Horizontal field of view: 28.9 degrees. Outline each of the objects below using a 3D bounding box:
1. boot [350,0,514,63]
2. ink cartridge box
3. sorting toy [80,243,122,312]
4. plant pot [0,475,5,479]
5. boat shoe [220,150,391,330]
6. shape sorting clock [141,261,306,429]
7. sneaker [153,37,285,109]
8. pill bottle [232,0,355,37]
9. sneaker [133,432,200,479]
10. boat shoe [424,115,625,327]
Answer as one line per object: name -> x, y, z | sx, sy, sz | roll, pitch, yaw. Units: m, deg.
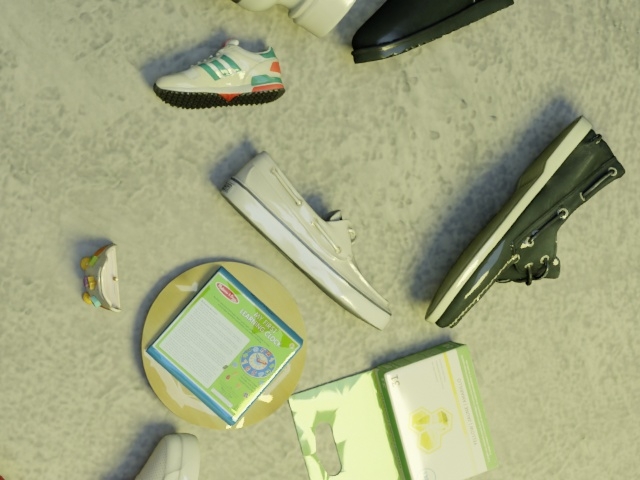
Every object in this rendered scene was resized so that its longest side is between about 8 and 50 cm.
boot -> 0.112, -0.350, 1.541 | 0.247, 0.094, 0.207 | -27, 103, -20
ink cartridge box -> 0.095, 0.244, 1.584 | 0.235, 0.056, 0.171 | -17, 97, -17
sorting toy -> -0.255, 0.047, 1.461 | 0.045, 0.075, 0.083 | -5, 93, -16
plant pot -> -0.449, 0.407, 1.339 | 0.275, 0.275, 0.243 | -14, 106, -15
boat shoe -> 0.000, 0.000, 1.529 | 0.267, 0.096, 0.088 | 42, 85, -5
shape sorting clock -> -0.117, 0.128, 1.522 | 0.206, 0.040, 0.206 | 0, 89, -14
sneaker -> -0.125, -0.205, 1.507 | 0.161, 0.057, 0.075 | -4, 77, -15
pill bottle -> -0.092, -0.378, 1.440 | 0.319, 0.176, 0.176 | 34, 83, -15
sneaker -> -0.261, 0.346, 1.455 | 0.169, 0.108, 0.292 | 23, 87, -19
boat shoe -> 0.270, -0.002, 1.587 | 0.113, 0.127, 0.340 | 40, 72, -2
